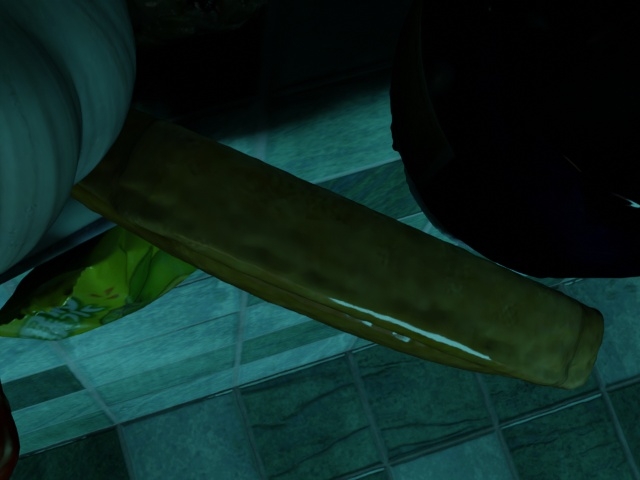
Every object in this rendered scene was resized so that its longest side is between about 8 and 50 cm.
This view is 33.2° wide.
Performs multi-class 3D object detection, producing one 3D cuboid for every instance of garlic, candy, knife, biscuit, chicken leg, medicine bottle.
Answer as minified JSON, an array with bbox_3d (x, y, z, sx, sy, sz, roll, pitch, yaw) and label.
[{"bbox_3d":[-0.197,-0.077,0.387,0.256,0.207,0.207,-17,166,-15],"label":"garlic"},{"bbox_3d":[-0.179,0.025,0.974,0.187,0.081,0.297,-28,179,38],"label":"candy"},{"bbox_3d":[-0.233,0.002,0.895,0.265,0.041,0.073,-26,-178,26],"label":"knife"},{"bbox_3d":[0.000,0.001,0.651,0.349,0.078,0.455,20,-179,15],"label":"biscuit"},{"bbox_3d":[-0.123,-0.121,0.536,0.198,0.069,0.085,-13,-170,2],"label":"chicken leg"},{"bbox_3d":[0.149,-0.085,0.688,0.242,0.242,0.395,-17,176,-10],"label":"medicine bottle"}]

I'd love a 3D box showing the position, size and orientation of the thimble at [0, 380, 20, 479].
[{"bbox_3d":[-0.375,0.093,0.667,0.350,0.231,0.350,-19,167,-5],"label":"thimble"}]
